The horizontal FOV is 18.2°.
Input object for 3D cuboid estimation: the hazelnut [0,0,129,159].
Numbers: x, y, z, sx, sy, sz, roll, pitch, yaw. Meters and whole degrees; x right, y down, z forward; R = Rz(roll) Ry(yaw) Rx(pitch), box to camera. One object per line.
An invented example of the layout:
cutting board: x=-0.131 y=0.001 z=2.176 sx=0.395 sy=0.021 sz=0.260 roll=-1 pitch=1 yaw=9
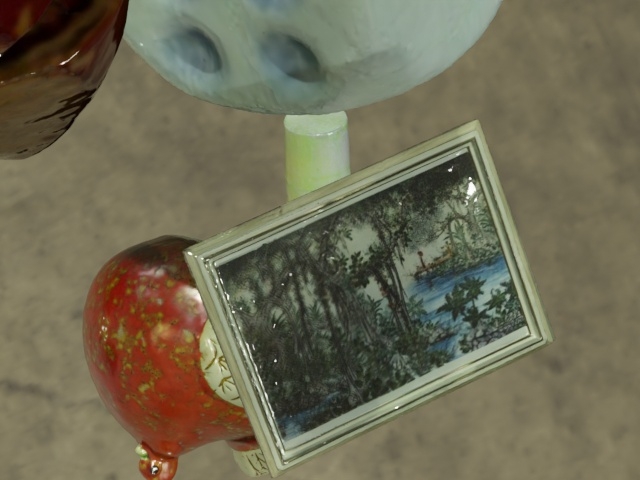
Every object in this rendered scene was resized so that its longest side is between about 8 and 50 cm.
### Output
hazelnut: x=-0.217 y=-0.159 z=1.187 sx=0.251 sy=0.217 sz=0.217 roll=74 pitch=20 yaw=-62

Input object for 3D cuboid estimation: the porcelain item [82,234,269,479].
porcelain item: x=-0.106 y=0.117 z=1.836 sx=0.253 sy=0.253 sz=0.253 roll=16 pitch=64 yaw=-36

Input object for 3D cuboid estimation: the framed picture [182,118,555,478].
framed picture: x=0.031 y=0.032 z=1.097 sx=0.183 sy=0.011 sz=0.142 roll=-24 pitch=107 yaw=-13

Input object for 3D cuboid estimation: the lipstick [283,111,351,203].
lipstick: x=0.000 y=0.000 z=2.190 sx=0.076 sy=0.076 sz=0.304 roll=-38 pitch=137 yaw=-42

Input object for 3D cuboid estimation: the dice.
dice: x=-0.014 y=-0.269 z=1.517 sx=0.262 sy=0.264 sz=0.268 roll=-48 pitch=136 yaw=-40
